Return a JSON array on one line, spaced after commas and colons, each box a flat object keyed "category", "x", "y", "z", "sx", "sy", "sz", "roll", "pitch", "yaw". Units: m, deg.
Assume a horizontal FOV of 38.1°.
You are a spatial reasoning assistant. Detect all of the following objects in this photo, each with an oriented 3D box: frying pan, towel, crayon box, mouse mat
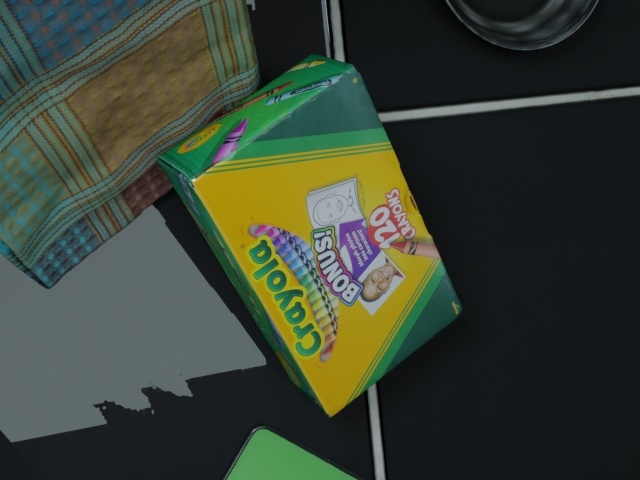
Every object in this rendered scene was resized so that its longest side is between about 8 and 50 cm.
[{"category": "frying pan", "x": 0.178, "y": -0.347, "z": 0.899, "sx": 0.197, "sy": 0.053, "sz": 0.326, "roll": -15, "pitch": 98, "yaw": -17}, {"category": "towel", "x": -0.158, "y": -0.107, "z": 0.663, "sx": 0.271, "sy": 0.370, "sz": 0.040, "roll": -40, "pitch": 72, "yaw": -11}, {"category": "crayon box", "x": 0.000, "y": 0.000, "z": 0.815, "sx": 0.165, "sy": 0.081, "sz": 0.278, "roll": -36, "pitch": 123, "yaw": -14}, {"category": "mouse mat", "x": -0.049, "y": 0.291, "z": 0.906, "sx": 0.153, "sy": 0.007, "sz": 0.189, "roll": 34, "pitch": 85, "yaw": -19}]
